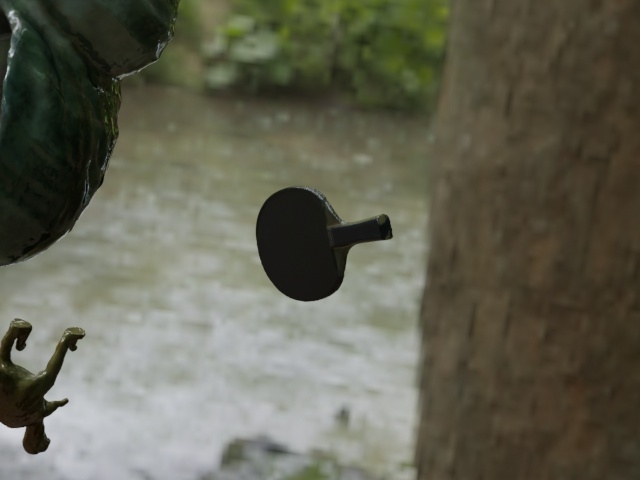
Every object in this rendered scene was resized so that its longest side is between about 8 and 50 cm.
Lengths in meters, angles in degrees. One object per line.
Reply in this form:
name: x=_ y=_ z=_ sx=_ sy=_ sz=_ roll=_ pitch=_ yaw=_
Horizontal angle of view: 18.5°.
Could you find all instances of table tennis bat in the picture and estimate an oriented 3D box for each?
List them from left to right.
table tennis bat: x=0.000 y=0.000 z=1.572 sx=0.014 sy=0.095 sz=0.158 roll=-13 pitch=1 yaw=-41

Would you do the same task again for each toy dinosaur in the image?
toy dinosaur: x=-0.244 y=0.124 z=1.527 sx=0.039 sy=0.126 sz=0.162 roll=27 pitch=19 yaw=24

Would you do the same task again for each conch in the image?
conch: x=-0.173 y=-0.114 z=1.147 sx=0.277 sy=0.195 sz=0.220 roll=-42 pitch=15 yaw=-11
